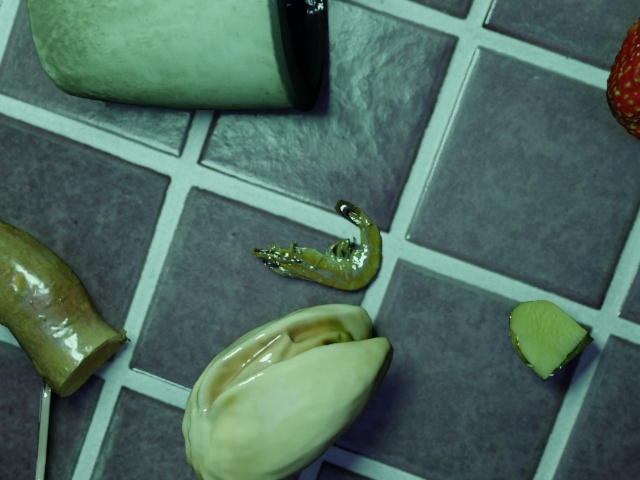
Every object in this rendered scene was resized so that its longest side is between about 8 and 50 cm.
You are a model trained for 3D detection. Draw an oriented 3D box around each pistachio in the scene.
[{"bbox_3d":[-0.047,0.212,1.452,0.318,0.214,0.193,-32,49,0],"label":"pistachio"}]

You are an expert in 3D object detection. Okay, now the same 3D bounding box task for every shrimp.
[{"bbox_3d":[0.000,0.000,1.497,0.178,0.034,0.124,15,94,2],"label":"shrimp"}]

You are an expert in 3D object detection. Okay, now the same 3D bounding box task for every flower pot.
[{"bbox_3d":[-0.176,-0.300,1.359,0.330,0.293,0.293,-2,95,9],"label":"flower pot"}]

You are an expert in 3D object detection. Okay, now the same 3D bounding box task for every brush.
[{"bbox_3d":[-0.385,0.347,1.555,0.067,0.072,0.312,4,93,-18],"label":"brush"}]

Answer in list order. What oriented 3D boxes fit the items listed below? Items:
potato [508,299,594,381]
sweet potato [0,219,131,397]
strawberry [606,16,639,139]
[{"bbox_3d":[0.298,0.128,1.469,0.096,0.066,0.103,-35,82,-17],"label":"potato"},{"bbox_3d":[-0.412,0.053,1.494,0.131,0.131,0.336,-38,93,7],"label":"sweet potato"},{"bbox_3d":[0.491,-0.227,1.335,0.288,0.238,0.250,-21,89,16],"label":"strawberry"}]
